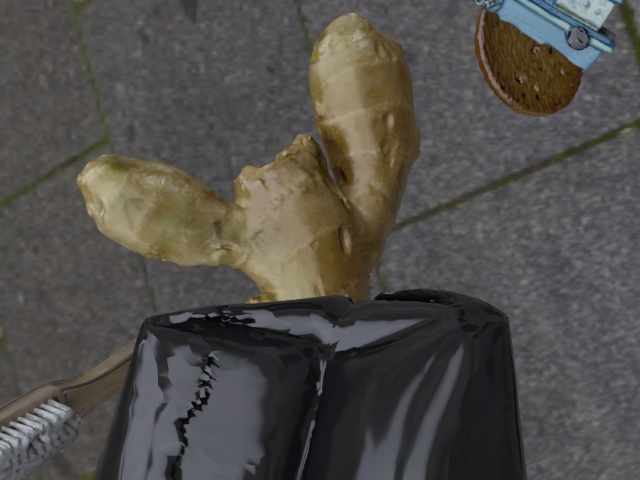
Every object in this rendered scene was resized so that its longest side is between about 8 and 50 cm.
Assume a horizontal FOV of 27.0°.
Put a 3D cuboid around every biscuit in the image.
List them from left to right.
[{"bbox_3d":[0.281,-0.257,1.802,0.027,0.188,0.188,-14,85,55],"label":"biscuit"}]

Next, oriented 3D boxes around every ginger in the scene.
[{"bbox_3d":[0.003,-0.003,1.271,0.348,0.363,0.122,58,146,-4],"label":"ginger"}]

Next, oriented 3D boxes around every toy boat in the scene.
[{"bbox_3d":[0.217,-0.279,1.399,0.238,0.109,0.098,33,111,4],"label":"toy boat"}]

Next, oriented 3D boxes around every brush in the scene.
[{"bbox_3d":[-0.251,0.175,1.418,0.065,0.327,0.070,16,122,35],"label":"brush"}]

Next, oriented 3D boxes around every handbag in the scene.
[{"bbox_3d":[0.003,0.208,0.398,0.152,0.288,0.342,0,52,23],"label":"handbag"}]
